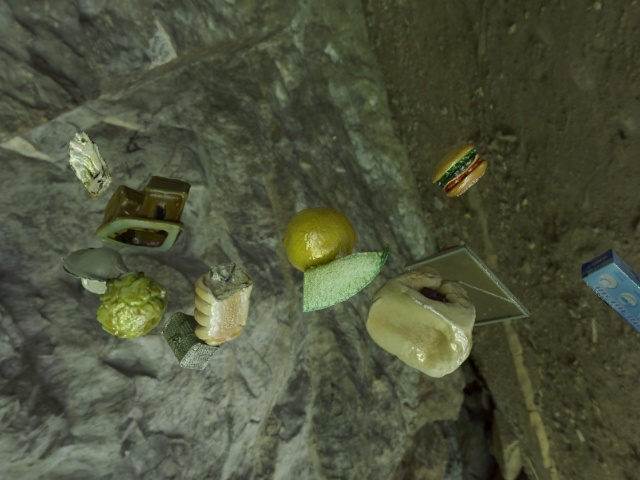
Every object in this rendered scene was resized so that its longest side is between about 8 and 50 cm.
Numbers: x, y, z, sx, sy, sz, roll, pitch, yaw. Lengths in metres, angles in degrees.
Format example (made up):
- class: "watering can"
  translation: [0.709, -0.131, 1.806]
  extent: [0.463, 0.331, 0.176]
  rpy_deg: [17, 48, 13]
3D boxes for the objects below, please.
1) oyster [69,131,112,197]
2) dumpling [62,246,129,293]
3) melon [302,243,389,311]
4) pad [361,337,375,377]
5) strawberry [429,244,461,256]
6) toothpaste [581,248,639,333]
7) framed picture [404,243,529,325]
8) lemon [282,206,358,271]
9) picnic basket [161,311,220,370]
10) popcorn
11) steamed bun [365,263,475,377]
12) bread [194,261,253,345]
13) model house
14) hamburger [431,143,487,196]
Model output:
- class: "oyster"
  translation: [-0.718, -0.242, 1.441]
  extent: [0.072, 0.132, 0.209]
  rpy_deg: [-58, -46, -60]
- class: "dumpling"
  translation: [-0.721, 0.093, 1.448]
  extent: [0.247, 0.143, 0.172]
  rpy_deg: [28, -166, 32]
- class: "melon"
  translation: [0.056, 0.080, 1.100]
  extent: [0.114, 0.261, 0.053]
  rpy_deg: [61, -167, 0]
- class: "pad"
  translation: [0.126, 0.244, 1.101]
  extent: [0.190, 0.004, 0.127]
  rpy_deg: [-18, -52, -82]
- class: "strawberry"
  translation: [0.371, 0.102, 1.336]
  extent: [0.184, 0.202, 0.186]
  rpy_deg: [26, 174, 40]
- class: "toothpaste"
  translation: [0.587, 0.132, 0.809]
  extent: [0.272, 0.066, 0.053]
  rpy_deg: [42, -140, -1]
- class: "framed picture"
  translation: [0.342, 0.116, 1.074]
  extent: [0.250, 0.184, 0.016]
  rpy_deg: [42, -127, -17]
- class: "lemon"
  translation: [0.000, 0.000, 1.191]
  extent: [0.178, 0.202, 0.179]
  rpy_deg: [177, 90, -81]
- class: "picnic basket"
  translation: [-0.540, 0.409, 1.859]
  extent: [0.196, 0.134, 0.154]
  rpy_deg: [44, -172, 35]
- class: "popcorn"
  translation: [-0.512, 0.164, 1.237]
  extent: [0.213, 0.197, 0.198]
  rpy_deg: [65, -178, 30]
- class: "steamed bun"
  translation: [0.178, 0.112, 0.760]
  extent: [0.155, 0.172, 0.141]
  rpy_deg: [-50, -15, -49]
- class: "bread"
  translation: [-0.208, 0.133, 0.947]
  extent: [0.084, 0.119, 0.178]
  rpy_deg: [31, 119, 39]
- class: "model house"
  translation: [-0.511, -0.104, 1.353]
  extent: [0.173, 0.267, 0.239]
  rpy_deg: [108, 169, -59]
- class: "hamburger"
  translation: [0.398, -0.200, 1.312]
  extent: [0.115, 0.162, 0.162]
  rpy_deg: [49, -177, 6]
